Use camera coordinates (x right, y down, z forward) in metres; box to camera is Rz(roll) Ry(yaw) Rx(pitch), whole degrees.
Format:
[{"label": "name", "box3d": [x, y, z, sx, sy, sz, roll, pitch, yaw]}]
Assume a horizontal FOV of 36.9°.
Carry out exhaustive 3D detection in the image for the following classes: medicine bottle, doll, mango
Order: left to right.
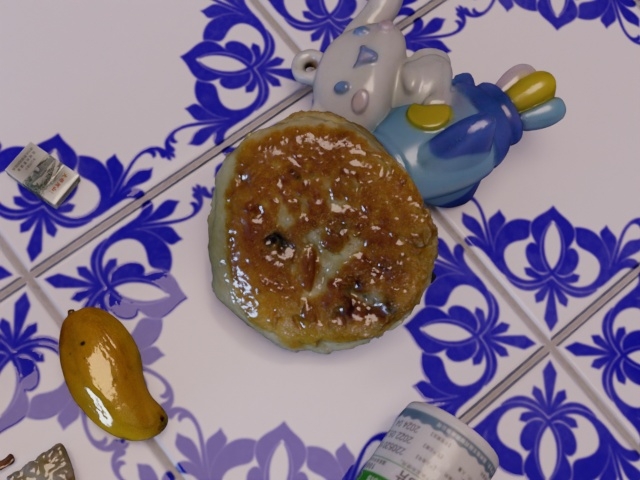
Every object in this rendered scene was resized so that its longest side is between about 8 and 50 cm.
[{"label": "mango", "box3d": [-0.264, 0.167, 1.191, 0.098, 0.075, 0.190, -29, 85, -10]}, {"label": "medicine bottle", "box3d": [0.100, 0.323, 1.157, 0.139, 0.139, 0.237, 38, 70, 5]}, {"label": "doll", "box3d": [0.123, -0.177, 1.300, 0.366, 0.187, 0.376, 29, 93, 11]}]

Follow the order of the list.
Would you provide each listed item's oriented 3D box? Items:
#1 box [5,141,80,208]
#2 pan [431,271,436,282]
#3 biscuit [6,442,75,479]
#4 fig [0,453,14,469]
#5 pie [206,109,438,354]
[{"label": "box", "box3d": [-0.371, -0.087, 1.285, 0.083, 0.024, 0.054, 34, 69, 4]}, {"label": "pan", "box3d": [0.057, 0.000, 1.279, 0.235, 0.136, 0.028, 32, 38, -13]}, {"label": "biscuit", "box3d": [-0.387, 0.378, 1.120, 0.290, 0.038, 0.141, -36, 81, -16]}, {"label": "fig", "box3d": [-0.453, 0.256, 1.120, 0.128, 0.150, 0.128, 2, 96, 17]}, {"label": "pie", "box3d": [0.000, 0.000, 1.198, 0.315, 0.092, 0.315, 1, 105, 4]}]
